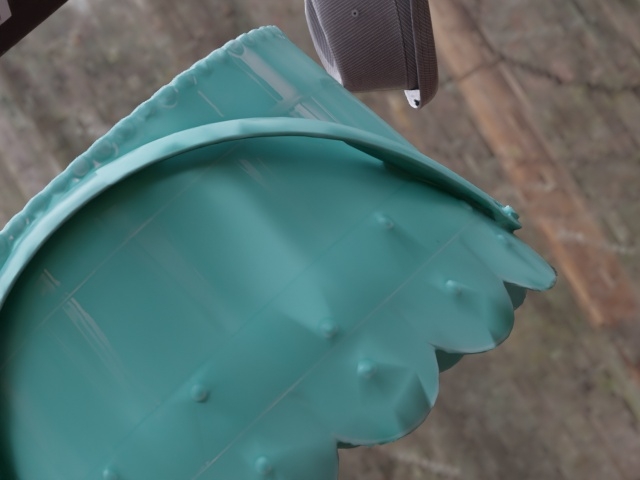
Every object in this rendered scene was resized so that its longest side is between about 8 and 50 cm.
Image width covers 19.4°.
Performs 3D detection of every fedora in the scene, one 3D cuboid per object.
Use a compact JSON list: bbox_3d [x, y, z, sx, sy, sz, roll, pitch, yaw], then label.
[{"bbox_3d":[0.045,-0.272,2.048,0.124,0.275,0.244,-10,0,-3],"label":"fedora"}]

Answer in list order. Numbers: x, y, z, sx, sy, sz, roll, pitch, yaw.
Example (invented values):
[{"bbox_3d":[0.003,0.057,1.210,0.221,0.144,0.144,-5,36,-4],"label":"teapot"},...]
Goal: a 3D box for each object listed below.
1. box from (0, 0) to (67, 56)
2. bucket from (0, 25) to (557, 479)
[{"bbox_3d":[-0.437,-0.295,1.838,0.296,0.294,0.183,-43,-22,-20],"label":"box"},{"bbox_3d":[-0.046,0.044,0.890,0.281,0.183,0.281,-44,-4,-3],"label":"bucket"}]
